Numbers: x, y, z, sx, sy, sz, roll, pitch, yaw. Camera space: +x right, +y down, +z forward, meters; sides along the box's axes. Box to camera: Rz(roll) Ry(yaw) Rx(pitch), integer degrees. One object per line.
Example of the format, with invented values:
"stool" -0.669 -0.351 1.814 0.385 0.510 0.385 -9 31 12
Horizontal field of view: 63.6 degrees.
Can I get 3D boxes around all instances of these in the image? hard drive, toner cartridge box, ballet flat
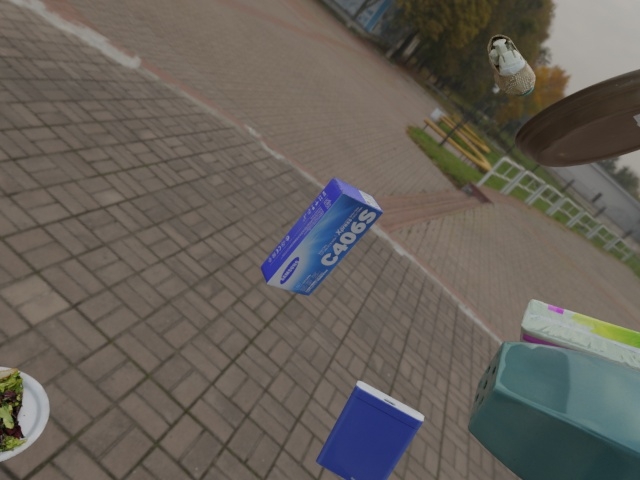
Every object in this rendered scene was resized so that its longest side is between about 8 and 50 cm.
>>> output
"hard drive" 0.138 0.586 1.518 0.210 0.318 0.040 27 24 8
"toner cartridge box" 0.000 0.000 1.441 0.165 0.348 0.075 21 29 -39
"ballet flat" 0.387 -0.370 1.073 0.067 0.073 0.206 54 20 -35

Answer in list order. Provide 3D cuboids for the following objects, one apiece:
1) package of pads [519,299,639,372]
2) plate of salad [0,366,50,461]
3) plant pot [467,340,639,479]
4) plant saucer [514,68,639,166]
"package of pads" 0.625 0.271 1.215 0.296 0.101 0.229 19 -27 29
"plate of salad" -0.580 0.294 0.897 0.200 0.048 0.200 22 31 -14
"plant pot" 0.346 0.259 0.737 0.234 0.165 0.166 23 37 12
"plant saucer" 0.428 -0.169 0.748 0.278 0.278 0.041 8 69 -52
